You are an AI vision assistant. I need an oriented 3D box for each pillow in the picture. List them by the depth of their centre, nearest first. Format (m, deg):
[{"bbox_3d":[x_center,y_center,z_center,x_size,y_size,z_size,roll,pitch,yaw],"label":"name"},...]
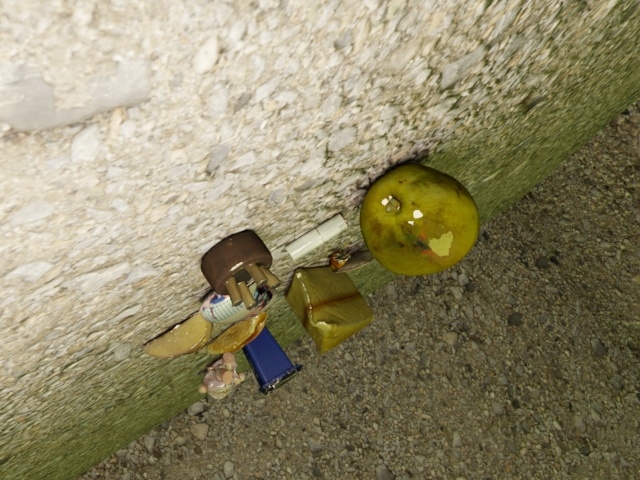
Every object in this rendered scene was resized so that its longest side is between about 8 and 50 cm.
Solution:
[{"bbox_3d":[0.130,0.064,1.873,0.130,0.038,0.232,-13,-173,25],"label":"pillow"}]

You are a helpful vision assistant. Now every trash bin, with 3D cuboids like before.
[{"bbox_3d":[-0.199,0.464,2.251,0.184,0.234,0.162,-28,169,-23],"label":"trash bin"}]

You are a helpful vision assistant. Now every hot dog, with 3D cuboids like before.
[{"bbox_3d":[-0.263,0.303,1.839,0.242,0.073,0.084,-38,162,20],"label":"hot dog"}]

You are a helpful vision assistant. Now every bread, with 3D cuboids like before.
[{"bbox_3d":[0.040,0.177,1.737,0.245,0.233,0.362,-30,167,-14],"label":"bread"}]

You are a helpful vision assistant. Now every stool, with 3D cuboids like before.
[{"bbox_3d":[-0.150,0.066,1.081,0.125,0.121,0.217,-30,163,-21],"label":"stool"}]

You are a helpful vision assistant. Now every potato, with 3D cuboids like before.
[{"bbox_3d":[-0.330,0.250,1.398,0.172,0.089,0.100,-33,171,-11],"label":"potato"}]

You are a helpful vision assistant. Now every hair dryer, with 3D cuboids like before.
[{"bbox_3d":[-0.007,0.004,1.399,0.155,0.044,0.183,-30,171,-5],"label":"hair dryer"}]

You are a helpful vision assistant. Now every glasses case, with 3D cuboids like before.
[{"bbox_3d":[-0.190,0.145,1.382,0.125,0.076,0.327,-36,168,5],"label":"glasses case"}]

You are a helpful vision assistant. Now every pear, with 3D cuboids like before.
[{"bbox_3d":[0.220,-0.044,1.287,0.269,0.269,0.321,-36,155,15],"label":"pear"}]

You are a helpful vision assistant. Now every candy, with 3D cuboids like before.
[{"bbox_3d":[0.053,0.060,1.756,0.053,0.046,0.182,-46,180,-12],"label":"candy"}]

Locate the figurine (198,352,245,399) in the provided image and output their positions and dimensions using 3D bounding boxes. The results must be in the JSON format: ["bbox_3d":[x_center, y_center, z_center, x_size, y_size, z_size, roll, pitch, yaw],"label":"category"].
[{"bbox_3d":[-0.403,0.552,2.336,0.200,0.133,0.276,-12,154,-30],"label":"figurine"}]
